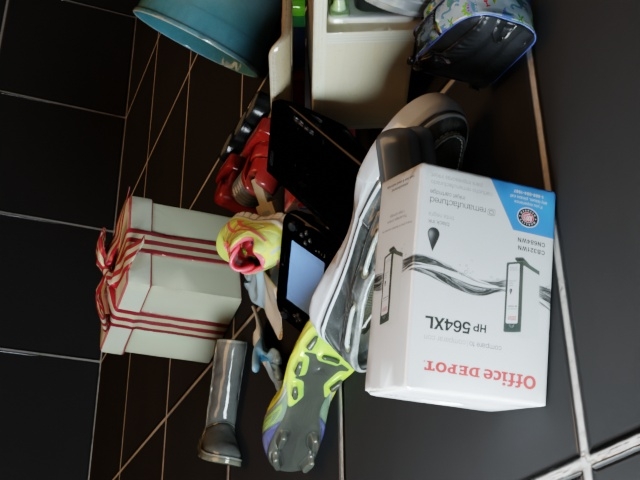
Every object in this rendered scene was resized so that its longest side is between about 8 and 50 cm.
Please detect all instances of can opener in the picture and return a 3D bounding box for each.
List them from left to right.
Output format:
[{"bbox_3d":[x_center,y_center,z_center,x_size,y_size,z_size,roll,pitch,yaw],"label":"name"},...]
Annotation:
[{"bbox_3d":[0.116,0.022,0.999,0.093,0.074,0.280,-10,92,29],"label":"can opener"}]

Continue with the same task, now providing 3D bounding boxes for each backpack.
[{"bbox_3d":[0.161,-0.223,1.023,0.114,0.105,0.084,-36,47,55],"label":"backpack"}]

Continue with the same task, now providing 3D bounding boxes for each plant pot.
[{"bbox_3d":[-0.184,-0.491,1.916,0.255,0.272,0.272,-63,21,0],"label":"plant pot"}]

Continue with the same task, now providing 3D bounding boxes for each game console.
[{"bbox_3d":[0.000,0.000,1.295,0.213,0.044,0.361,43,142,35],"label":"game console"}]

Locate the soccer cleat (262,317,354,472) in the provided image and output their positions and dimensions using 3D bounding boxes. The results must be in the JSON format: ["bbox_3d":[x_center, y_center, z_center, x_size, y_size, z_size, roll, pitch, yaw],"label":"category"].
[{"bbox_3d":[-0.016,0.179,1.321,0.121,0.093,0.289,-109,35,-58],"label":"soccer cleat"}]

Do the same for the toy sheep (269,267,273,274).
[{"bbox_3d":[-0.111,0.015,1.684,0.132,0.091,0.091,27,106,55],"label":"toy sheep"}]

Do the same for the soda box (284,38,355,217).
[{"bbox_3d":[-0.001,-0.167,1.469,0.092,0.083,0.263,129,145,-55],"label":"soda box"}]

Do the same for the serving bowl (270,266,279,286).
[{"bbox_3d":[-0.055,0.061,1.582,0.083,0.027,0.083,-168,90,-70],"label":"serving bowl"}]

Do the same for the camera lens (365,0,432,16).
[{"bbox_3d":[0.122,-0.395,1.048,0.274,0.219,0.219,126,148,-50],"label":"camera lens"}]

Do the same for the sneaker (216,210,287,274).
[{"bbox_3d":[-0.112,0.010,1.475,0.094,0.081,0.208,-42,16,-29],"label":"sneaker"}]

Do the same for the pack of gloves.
[{"bbox_3d":[-0.104,0.131,1.561,0.232,0.046,0.195,-132,34,-67],"label":"pack of gloves"}]

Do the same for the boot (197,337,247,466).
[{"bbox_3d":[-0.161,0.277,1.722,0.190,0.076,0.208,7,80,68],"label":"boot"}]

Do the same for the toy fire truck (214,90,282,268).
[{"bbox_3d":[-0.092,-0.078,1.593,0.217,0.158,0.246,-43,26,58],"label":"toy fire truck"}]

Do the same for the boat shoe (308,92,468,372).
[{"bbox_3d":[0.097,0.002,1.107,0.119,0.121,0.335,48,129,41],"label":"boat shoe"}]

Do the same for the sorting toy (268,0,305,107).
[{"bbox_3d":[-0.035,-0.288,1.292,0.307,0.041,0.229,91,-177,-53],"label":"sorting toy"}]

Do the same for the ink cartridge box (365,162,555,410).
[{"bbox_3d":[0.130,0.048,0.905,0.086,0.148,0.203,156,122,-64],"label":"ink cartridge box"}]

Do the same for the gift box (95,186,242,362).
[{"bbox_3d":[-0.307,0.060,1.937,0.255,0.258,0.276,-102,29,-46],"label":"gift box"}]

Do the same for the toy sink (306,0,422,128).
[{"bbox_3d":[0.051,-0.272,1.228,0.234,0.131,0.152,91,176,-53],"label":"toy sink"}]
